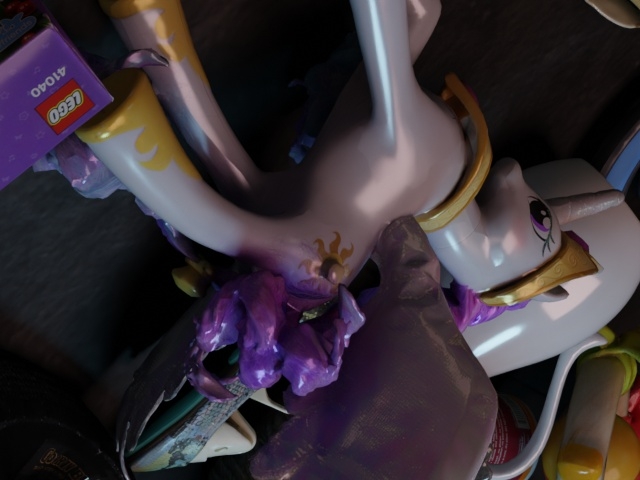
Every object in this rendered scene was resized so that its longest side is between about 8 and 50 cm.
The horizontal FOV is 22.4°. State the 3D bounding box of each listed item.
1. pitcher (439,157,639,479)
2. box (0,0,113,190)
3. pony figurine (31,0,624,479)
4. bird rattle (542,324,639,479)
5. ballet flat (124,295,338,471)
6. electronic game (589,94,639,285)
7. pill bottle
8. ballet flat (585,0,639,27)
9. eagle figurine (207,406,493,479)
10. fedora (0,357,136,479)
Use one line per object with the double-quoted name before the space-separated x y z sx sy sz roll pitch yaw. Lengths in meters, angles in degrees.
"pitcher" 0.146 0.057 1.160 0.207 0.125 0.178 -39 104 1
"box" -0.253 -0.036 0.672 0.293 0.201 0.057 -38 143 -3
"pony figurine" 0.000 0.000 0.917 0.351 0.303 0.363 -45 129 -9
"bird rattle" 0.219 0.154 1.315 0.253 0.143 0.207 95 16 -50
"ballet flat" -0.051 0.107 1.101 0.188 0.070 0.070 -44 143 6
"electronic game" 0.289 -0.056 1.263 0.229 0.048 0.229 -24 140 -22
"pill bottle" 0.100 0.157 1.280 0.152 0.086 0.086 13 118 -47
"ballet flat" 0.191 -0.177 1.035 0.073 0.080 0.232 -24 149 29
"eagle figurine" -0.004 0.247 1.155 0.225 0.226 0.298 -44 180 -35
"fedora" -0.218 0.231 0.965 0.152 0.334 0.334 -16 148 18
